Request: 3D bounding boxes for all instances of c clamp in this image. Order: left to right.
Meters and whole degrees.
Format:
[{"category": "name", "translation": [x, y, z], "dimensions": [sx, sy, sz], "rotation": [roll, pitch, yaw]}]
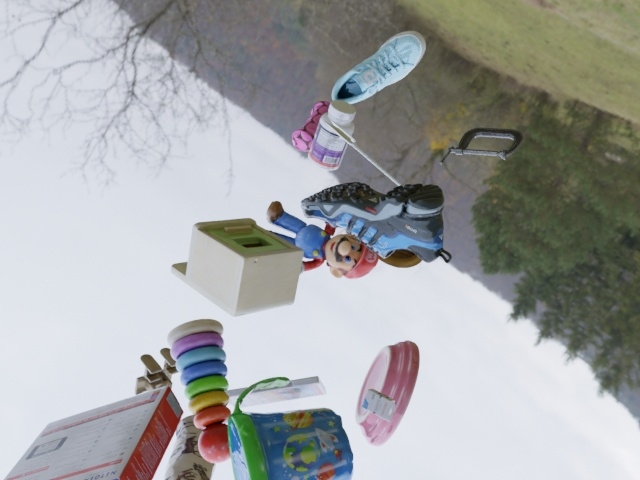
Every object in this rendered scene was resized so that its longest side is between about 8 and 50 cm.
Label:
[{"category": "c clamp", "translation": [0.361, -0.205, 1.357], "dimensions": [0.160, 0.137, 0.022], "rotation": [6, 136, 31]}]

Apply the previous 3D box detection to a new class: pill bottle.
[{"category": "pill bottle", "translation": [0.039, -0.318, 1.846], "dimensions": [0.108, 0.193, 0.108], "rotation": [14, -143, -11]}]

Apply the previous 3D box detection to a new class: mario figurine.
[{"category": "mario figurine", "translation": [0.000, 0.000, 1.603], "dimensions": [0.320, 0.198, 0.170], "rotation": [19, -154, 3]}]

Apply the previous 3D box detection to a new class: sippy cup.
[{"category": "sippy cup", "translation": [-0.059, 0.451, 1.270], "dimensions": [0.224, 0.305, 0.240], "rotation": [-9, -173, -19]}]

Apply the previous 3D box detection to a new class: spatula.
[{"category": "spatula", "translation": [0.111, -0.220, 1.533], "dimensions": [0.242, 0.019, 0.168], "rotation": [40, -171, -1]}]

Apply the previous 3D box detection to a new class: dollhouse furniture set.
[{"category": "dollhouse furniture set", "translation": [-0.560, 0.470, 2.199], "dimensions": [0.242, 0.212, 0.161], "rotation": [-13, -142, -43]}]

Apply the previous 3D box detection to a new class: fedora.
[{"category": "fedora", "translation": [0.238, 0.026, 1.963], "dimensions": [0.194, 0.194, 0.079], "rotation": [39, 149, 20]}]

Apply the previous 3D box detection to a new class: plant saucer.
[{"category": "plant saucer", "translation": [0.192, 0.449, 1.857], "dimensions": [0.084, 0.332, 0.332], "rotation": [25, -167, -4]}]

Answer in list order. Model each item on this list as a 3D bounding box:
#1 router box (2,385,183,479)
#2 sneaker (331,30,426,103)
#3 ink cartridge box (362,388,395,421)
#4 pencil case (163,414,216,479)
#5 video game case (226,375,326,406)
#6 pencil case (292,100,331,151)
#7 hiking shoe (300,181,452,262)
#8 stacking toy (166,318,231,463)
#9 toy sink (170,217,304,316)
[{"category": "router box", "translation": [-0.493, 0.466, 1.294], "dimensions": [0.301, 0.335, 0.082], "rotation": [-76, -35, -69]}, {"category": "sneaker", "translation": [0.188, -0.552, 2.044], "dimensions": [0.135, 0.366, 0.150], "rotation": [48, -142, -15]}, {"category": "ink cartridge box", "translation": [0.147, 0.399, 1.485], "dimensions": [0.083, 0.048, 0.028], "rotation": [21, -176, 36]}, {"category": "pencil case", "translation": [-0.429, 0.741, 1.988], "dimensions": [0.160, 0.183, 0.410], "rotation": [49, -168, -16]}, {"category": "video game case", "translation": [-0.134, 0.452, 1.819], "dimensions": [0.204, 0.285, 0.025], "rotation": [74, -173, -66]}, {"category": "pencil case", "translation": [-0.025, -0.386, 2.085], "dimensions": [0.098, 0.095, 0.209], "rotation": [7, -138, 25]}, {"category": "hiking shoe", "translation": [0.083, -0.028, 1.095], "dimensions": [0.304, 0.132, 0.113], "rotation": [8, -154, 44]}, {"category": "stacking toy", "translation": [-0.269, 0.361, 1.459], "dimensions": [0.141, 0.141, 0.330], "rotation": [19, -133, -52]}, {"category": "toy sink", "translation": [-0.172, 0.036, 1.229], "dimensions": [0.153, 0.131, 0.234], "rotation": [-6, -156, -44]}]
